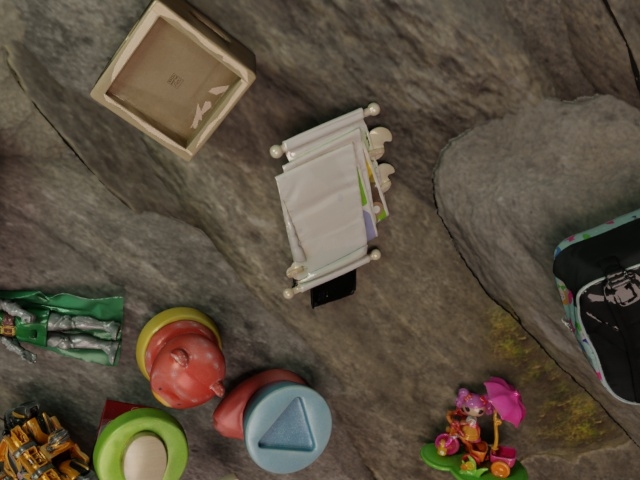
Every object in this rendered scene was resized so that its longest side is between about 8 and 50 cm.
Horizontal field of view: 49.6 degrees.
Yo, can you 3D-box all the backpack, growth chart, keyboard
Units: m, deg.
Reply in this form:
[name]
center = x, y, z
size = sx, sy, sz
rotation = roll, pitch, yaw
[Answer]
[backpack]
center = 0.444, 0.087, 0.929
size = 0.225, 0.191, 0.253
rotation = -24, 113, 11
[growth chart]
center = 0.019, -0.047, 0.879
size = 0.172, 0.021, 0.237
rotation = -19, 124, -20
[keyboard]
center = 0.000, 0.000, 0.933
size = 0.100, 0.038, 0.192
rotation = -15, 122, -24

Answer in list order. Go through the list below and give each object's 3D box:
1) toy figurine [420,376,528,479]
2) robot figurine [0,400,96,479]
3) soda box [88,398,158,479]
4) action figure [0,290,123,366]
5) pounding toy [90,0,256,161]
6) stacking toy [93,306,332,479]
[toy figurine]
center = 0.254, 0.290, 1.096
size = 0.173, 0.130, 0.159
rotation = 11, 107, 16
[robot figurine]
center = -0.423, 0.373, 1.018
size = 0.211, 0.085, 0.291
rotation = 42, 126, 17
[soda box]
center = -0.324, 0.376, 1.076
size = 0.083, 0.092, 0.263
rotation = 15, 118, -15
[action figure]
center = -0.391, 0.116, 0.939
size = 0.232, 0.063, 0.137
rotation = 10, 122, -8
[pounding toy]
center = -0.154, -0.226, 0.739
size = 0.181, 0.094, 0.206
rotation = 34, 111, -23
[stacking toy]
center = -0.146, 0.277, 0.957
size = 0.309, 0.130, 0.279
rotation = 33, 85, -24
